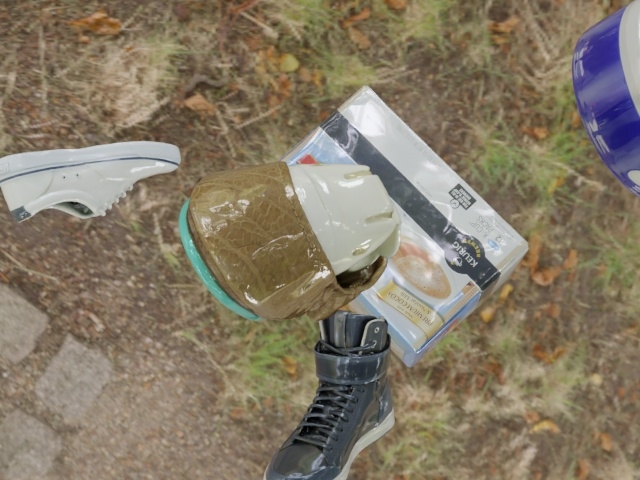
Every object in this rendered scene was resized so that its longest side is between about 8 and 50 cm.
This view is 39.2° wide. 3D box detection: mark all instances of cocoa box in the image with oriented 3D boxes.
[{"bbox_3d":[0.102,-0.011,1.376,0.228,0.347,0.231,-42,168,-7],"label":"cocoa box"}]

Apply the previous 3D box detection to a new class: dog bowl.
[{"bbox_3d":[0.449,-0.184,1.168,0.265,0.104,0.265,16,63,-35],"label":"dog bowl"}]

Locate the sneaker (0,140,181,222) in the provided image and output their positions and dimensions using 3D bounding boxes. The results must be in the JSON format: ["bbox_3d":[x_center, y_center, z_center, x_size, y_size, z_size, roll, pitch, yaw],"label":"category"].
[{"bbox_3d":[-0.298,-0.075,1.186,0.258,0.094,0.091,-12,92,-38],"label":"sneaker"}]

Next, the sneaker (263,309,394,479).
[{"bbox_3d":[0.008,0.163,0.957,0.226,0.086,0.163,-33,126,-55],"label":"sneaker"}]

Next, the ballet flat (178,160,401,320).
[{"bbox_3d":[0.000,0.000,0.680,0.124,0.342,0.116,-23,77,6],"label":"ballet flat"}]
